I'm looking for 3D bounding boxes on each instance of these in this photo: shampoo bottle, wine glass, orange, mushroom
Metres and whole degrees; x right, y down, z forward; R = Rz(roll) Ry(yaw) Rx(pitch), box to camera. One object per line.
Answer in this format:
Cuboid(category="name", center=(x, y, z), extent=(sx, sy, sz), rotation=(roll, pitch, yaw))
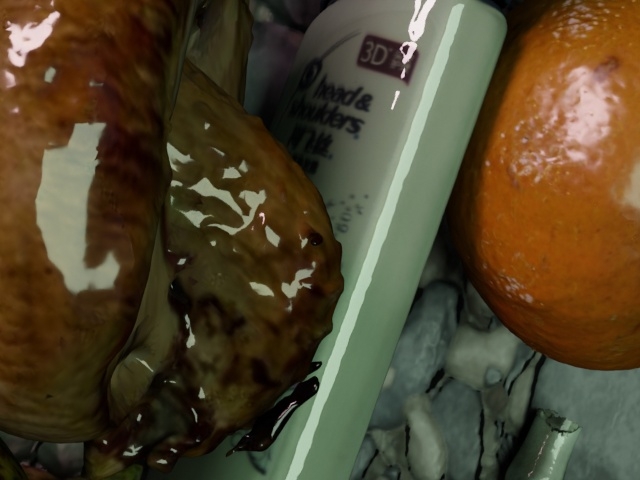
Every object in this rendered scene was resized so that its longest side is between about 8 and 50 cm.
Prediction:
Cuboid(category="shampoo bottle", center=(0.000, 0.000, 0.970), extent=(0.078, 0.134, 0.359), rotation=(20, 88, -35))
Cuboid(category="wine glass", center=(0.130, 0.145, 1.157), extent=(0.083, 0.042, 0.039), rotation=(-67, 163, -4))
Cuboid(category="orange", center=(0.155, -0.037, 1.028), extent=(0.224, 0.170, 0.224), rotation=(-50, 150, -43))
Cuboid(category="mushroom", center=(-0.103, -0.028, 0.839), extent=(0.195, 0.263, 0.283), rotation=(-18, 101, 9))

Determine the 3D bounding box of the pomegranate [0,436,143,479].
Cuboid(category="pomegranate", center=(-0.208, 0.161, 0.867), extent=(0.204, 0.276, 0.222), rotation=(11, 105, 5))
